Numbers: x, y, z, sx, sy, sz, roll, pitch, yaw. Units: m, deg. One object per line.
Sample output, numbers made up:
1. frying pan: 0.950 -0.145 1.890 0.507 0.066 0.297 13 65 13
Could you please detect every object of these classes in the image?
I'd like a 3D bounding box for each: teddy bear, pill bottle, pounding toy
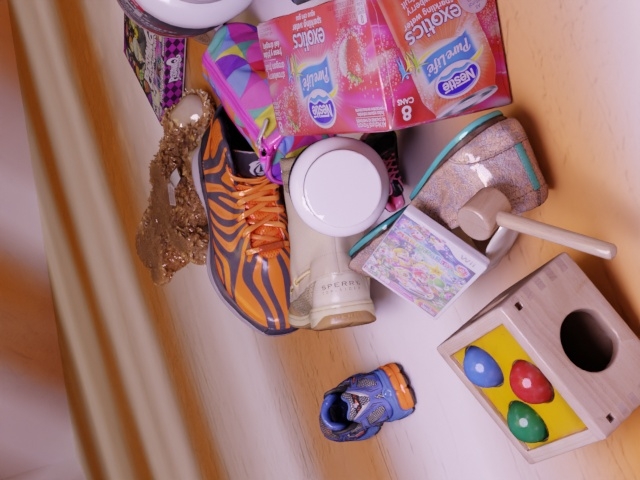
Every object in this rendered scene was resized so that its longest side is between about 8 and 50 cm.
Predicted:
1. teddy bear: -0.198 -0.077 1.777 0.245 0.113 0.338 43 134 42
2. pill bottle: -0.154 -0.332 1.327 0.318 0.176 0.176 -154 52 -76
3. pill bottle: 0.016 -0.052 1.083 0.169 0.094 0.094 -115 12 -85
4. pounding toy: 0.163 0.062 0.902 0.206 0.094 0.181 51 154 5

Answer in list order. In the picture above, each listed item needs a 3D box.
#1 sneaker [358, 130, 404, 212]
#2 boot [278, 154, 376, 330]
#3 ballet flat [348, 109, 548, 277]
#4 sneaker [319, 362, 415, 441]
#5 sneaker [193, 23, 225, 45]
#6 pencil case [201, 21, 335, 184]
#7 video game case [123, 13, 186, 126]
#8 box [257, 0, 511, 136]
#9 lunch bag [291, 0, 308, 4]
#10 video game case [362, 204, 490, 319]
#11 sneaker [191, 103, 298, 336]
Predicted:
1. sneaker: 0.070 -0.074 1.192 0.057 0.047 0.119 52 163 31
2. boot: 0.000 0.000 1.326 0.262 0.095 0.204 156 106 -84
3. ballet flat: 0.113 -0.004 1.065 0.106 0.107 0.316 55 155 8
4. sneaker: 0.034 0.202 1.387 0.221 0.087 0.083 127 126 -62
5. sneaker: -0.196 -0.417 1.577 0.282 0.153 0.099 48 159 -14
6. pencil case: -0.068 -0.169 1.394 0.104 0.104 0.236 98 150 -42
7. video game case: -0.270 -0.338 1.845 0.232 0.041 0.210 101 148 -46
8. box: 0.051 -0.169 1.071 0.257 0.128 0.123 9 111 65
9. lunch bag: -0.029 -0.359 1.145 0.176 0.090 0.219 59 -166 -80
10. video game case: 0.093 0.022 1.035 0.087 0.011 0.122 35 148 2
11. sneaker: -0.090 -0.042 1.488 0.180 0.124 0.321 116 135 -59
